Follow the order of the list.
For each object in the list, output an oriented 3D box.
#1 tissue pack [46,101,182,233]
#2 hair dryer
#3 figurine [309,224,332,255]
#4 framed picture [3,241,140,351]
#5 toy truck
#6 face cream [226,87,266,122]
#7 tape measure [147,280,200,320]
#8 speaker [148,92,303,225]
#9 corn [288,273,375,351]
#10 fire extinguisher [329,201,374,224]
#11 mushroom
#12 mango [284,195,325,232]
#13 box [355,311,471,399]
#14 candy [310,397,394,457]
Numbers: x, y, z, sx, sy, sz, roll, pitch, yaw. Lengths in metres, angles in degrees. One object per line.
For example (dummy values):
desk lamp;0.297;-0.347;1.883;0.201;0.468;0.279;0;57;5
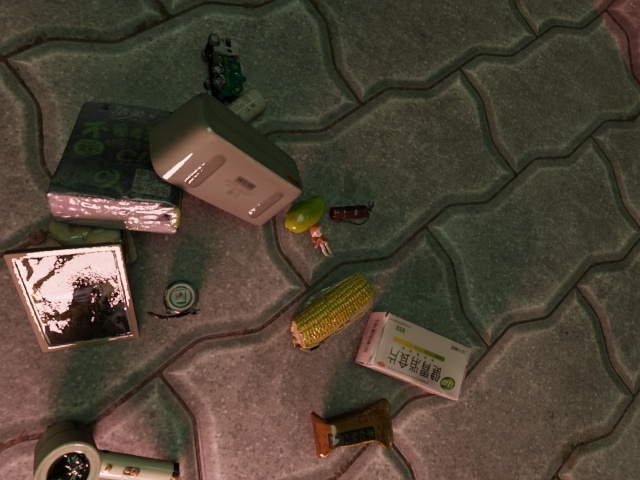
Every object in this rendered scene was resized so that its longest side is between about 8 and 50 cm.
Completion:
tissue pack;-0.506;-0.205;1.090;0.287;0.124;0.395;5;48;-19
hair dryer;-0.500;0.556;1.013;0.361;0.203;0.128;28;68;-28
figurine;0.000;0.000;1.343;0.064;0.047;0.109;-33;102;-28
framed picture;-0.594;0.145;1.017;0.240;0.325;0.020;-4;37;-19
toy truck;-0.308;-0.545;1.324;0.116;0.110;0.216;-3;79;-31
face cream;-0.291;-0.379;1.306;0.082;0.082;0.269;47;71;-4
tape measure;-0.394;0.160;1.121;0.104;0.180;0.107;-9;83;-3
speaker;-0.233;-0.203;1.112;0.406;0.184;0.184;29;36;-51
corn;0.037;0.221;1.279;0.305;0.122;0.124;-31;117;-18
fire extinguisher;0.110;-0.090;1.399;0.157;0.045;0.078;-6;109;-20
mushroom;-0.590;0.007;1.083;0.173;0.162;0.236;-14;41;-16
mango;-0.046;-0.089;1.329;0.091;0.074;0.165;47;69;-2
box;0.289;0.363;1.309;0.332;0.145;0.173;25;71;-13
candy;0.103;0.568;1.237;0.271;0.101;0.144;0;74;-24
